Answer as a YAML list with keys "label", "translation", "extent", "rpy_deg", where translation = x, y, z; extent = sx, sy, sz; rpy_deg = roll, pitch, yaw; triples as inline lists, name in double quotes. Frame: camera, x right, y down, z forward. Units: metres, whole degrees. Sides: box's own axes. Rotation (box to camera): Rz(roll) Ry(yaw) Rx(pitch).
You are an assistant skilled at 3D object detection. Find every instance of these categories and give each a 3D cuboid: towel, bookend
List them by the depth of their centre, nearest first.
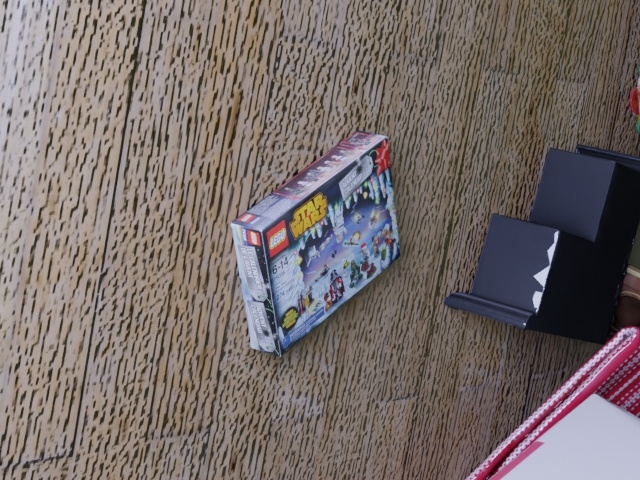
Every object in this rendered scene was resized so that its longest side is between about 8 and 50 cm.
- label: "bookend"
  translation: [0.182, -0.007, 1.237]
  extent: [0.157, 0.072, 0.156]
  rpy_deg: [12, 93, -57]
- label: "towel"
  translation: [0.247, 0.192, 1.377]
  extent: [0.199, 0.031, 0.275]
  rpy_deg: [-45, 143, 3]

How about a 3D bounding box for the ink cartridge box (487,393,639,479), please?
- label: "ink cartridge box"
  translation: [0.176, 0.294, 1.248]
  extent: [0.207, 0.117, 0.283]
  rpy_deg: [-29, 141, -46]

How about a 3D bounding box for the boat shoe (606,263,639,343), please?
- label: "boat shoe"
  translation: [0.266, 0.060, 1.344]
  extent: [0.178, 0.064, 0.060]
  rpy_deg: [93, 22, -82]

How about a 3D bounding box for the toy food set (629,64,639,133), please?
- label: "toy food set"
  translation: [0.298, -0.136, 1.403]
  extent: [0.082, 0.020, 0.083]
  rpy_deg: [-55, 142, -26]

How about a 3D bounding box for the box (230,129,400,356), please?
- label: "box"
  translation: [0.000, 0.000, 1.017]
  extent: [0.137, 0.027, 0.094]
  rpy_deg: [-39, 131, -41]
